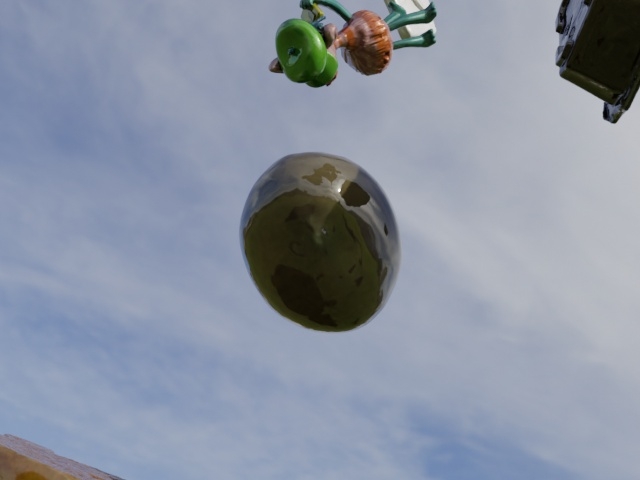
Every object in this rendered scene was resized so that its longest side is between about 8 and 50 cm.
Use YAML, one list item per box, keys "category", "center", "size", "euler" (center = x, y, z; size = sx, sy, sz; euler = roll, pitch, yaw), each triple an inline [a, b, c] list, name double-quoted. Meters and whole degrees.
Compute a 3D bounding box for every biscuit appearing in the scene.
- category: "biscuit"
  center: [-0.226, 0.283, 1.022]
  size: [0.351, 0.070, 0.394]
  euler: [10, -18, 39]

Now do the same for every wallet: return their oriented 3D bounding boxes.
- category: "wallet"
  center: [0.116, -0.384, 1.451]
  size: [0.032, 0.124, 0.182]
  euler: [-19, -86, 33]

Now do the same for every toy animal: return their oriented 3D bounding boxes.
- category: "toy animal"
  center: [0.032, -0.227, 1.069]
  size: [0.208, 0.103, 0.100]
  euler: [-22, -1, -35]

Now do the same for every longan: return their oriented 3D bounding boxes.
- category: "longan"
  center: [0.000, 0.000, 1.158]
  size: [0.197, 0.196, 0.220]
  euler: [-13, -71, 37]

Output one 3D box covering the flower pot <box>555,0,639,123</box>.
- category: "flower pot"
  center: [0.309, -0.248, 1.058]
  size: [0.084, 0.251, 0.178]
  euler: [19, -58, 3]
